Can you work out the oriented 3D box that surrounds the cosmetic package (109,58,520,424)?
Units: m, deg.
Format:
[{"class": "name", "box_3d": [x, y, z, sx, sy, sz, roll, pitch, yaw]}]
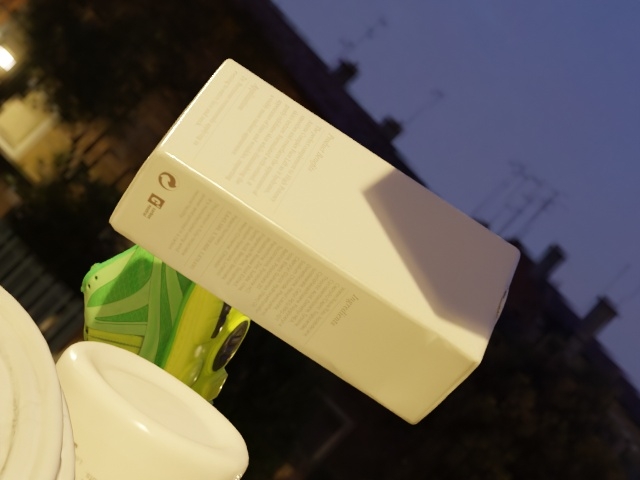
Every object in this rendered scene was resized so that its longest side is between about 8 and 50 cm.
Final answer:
[{"class": "cosmetic package", "box_3d": [0.000, 0.000, 0.958, 0.231, 0.117, 0.085, 35, -48, -4]}]

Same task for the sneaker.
[{"class": "sneaker", "box_3d": [-0.137, 0.077, 1.216, 0.123, 0.295, 0.109, 39, 14, 27]}]

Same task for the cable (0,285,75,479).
[{"class": "cable", "box_3d": [-0.210, 0.086, 0.498, 0.257, 0.257, 0.089, -118, -147, -47]}]

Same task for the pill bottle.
[{"class": "pill bottle", "box_3d": [-0.156, 0.188, 0.927, 0.131, 0.229, 0.131, 33, 7, -5]}]
